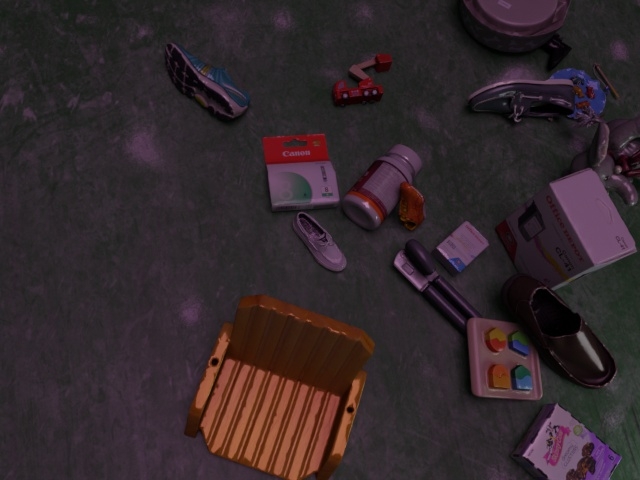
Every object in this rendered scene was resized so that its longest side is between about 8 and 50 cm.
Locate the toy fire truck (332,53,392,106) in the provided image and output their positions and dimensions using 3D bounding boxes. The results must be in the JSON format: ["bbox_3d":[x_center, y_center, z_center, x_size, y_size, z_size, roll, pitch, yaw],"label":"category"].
[{"bbox_3d":[0.120,-0.460,1.753,0.192,0.047,0.135,-9,72,-11],"label":"toy fire truck"}]

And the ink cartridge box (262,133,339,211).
[{"bbox_3d":[-0.054,-0.191,1.630,0.181,0.056,0.225,-5,73,-10],"label":"ink cartridge box"}]

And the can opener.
[{"bbox_3d":[0.298,0.123,1.556,0.074,0.093,0.280,-42,86,-18],"label":"can opener"}]

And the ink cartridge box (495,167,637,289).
[{"bbox_3d":[0.595,-0.009,1.525,0.131,0.306,0.226,-20,75,-14],"label":"ink cartridge box"}]

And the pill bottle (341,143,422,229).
[{"bbox_3d":[0.164,-0.143,1.608,0.121,0.121,0.221,38,70,6],"label":"pill bottle"}]

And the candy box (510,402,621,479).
[{"bbox_3d":[0.585,0.517,1.463,0.196,0.070,0.165,41,70,6],"label":"candy box"}]

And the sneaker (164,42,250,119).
[{"bbox_3d":[-0.312,-0.436,1.670,0.275,0.107,0.110,42,51,2],"label":"sneaker"}]

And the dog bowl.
[{"bbox_3d":[0.586,-0.725,1.868,0.348,0.102,0.349,0,66,-1],"label":"dog bowl"}]

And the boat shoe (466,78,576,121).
[{"bbox_3d":[0.583,-0.396,1.762,0.319,0.116,0.099,-6,77,-7],"label":"boat shoe"}]

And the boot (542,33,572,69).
[{"bbox_3d":[0.710,-0.592,1.890,0.099,0.045,0.121,42,66,7],"label":"boot"}]

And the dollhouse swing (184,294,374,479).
[{"bbox_3d":[-0.084,0.329,1.308,0.347,0.305,0.315,20,69,-2],"label":"dollhouse swing"}]

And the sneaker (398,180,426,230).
[{"bbox_3d":[0.232,-0.084,1.574,0.067,0.175,0.064,-44,52,-14],"label":"sneaker"}]

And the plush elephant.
[{"bbox_3d":[0.792,-0.206,1.652,0.330,0.272,0.255,31,67,17],"label":"plush elephant"}]

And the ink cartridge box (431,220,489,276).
[{"bbox_3d":[0.369,0.021,1.617,0.122,0.052,0.088,-39,81,-18],"label":"ink cartridge box"}]

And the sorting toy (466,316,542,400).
[{"bbox_3d":[0.461,0.293,1.517,0.208,0.038,0.193,9,69,-23],"label":"sorting toy"}]

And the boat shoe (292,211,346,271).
[{"bbox_3d":[0.000,0.000,1.563,0.066,0.063,0.184,-33,78,-18],"label":"boat shoe"}]

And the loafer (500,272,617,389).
[{"bbox_3d":[0.593,0.237,1.500,0.366,0.130,0.134,43,87,-5],"label":"loafer"}]

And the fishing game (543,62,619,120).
[{"bbox_3d":[0.778,-0.448,1.852,0.264,0.041,0.189,-16,71,-13],"label":"fishing game"}]
